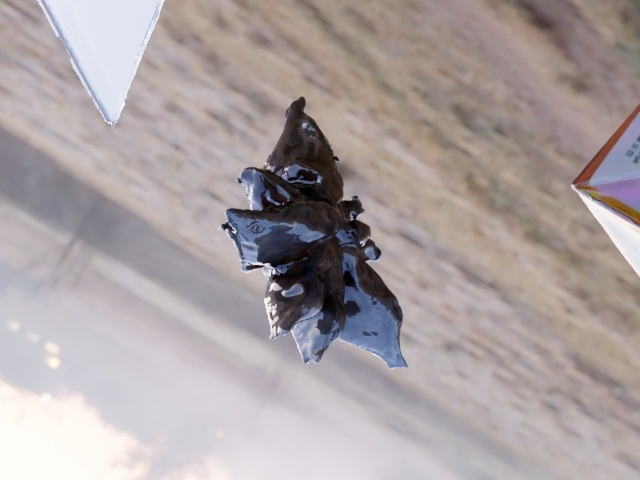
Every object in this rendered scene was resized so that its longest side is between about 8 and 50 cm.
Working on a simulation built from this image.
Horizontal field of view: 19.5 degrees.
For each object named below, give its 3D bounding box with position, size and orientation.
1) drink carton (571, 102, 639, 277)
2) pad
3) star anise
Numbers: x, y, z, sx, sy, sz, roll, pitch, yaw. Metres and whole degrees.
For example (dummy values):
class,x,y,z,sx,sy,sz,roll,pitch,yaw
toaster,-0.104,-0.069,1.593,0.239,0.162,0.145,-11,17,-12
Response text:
class,x,y,z,sx,sy,sz,roll,pitch,yaw
drink carton,0.222,0.016,0.984,0.096,0.071,0.223,36,174,38
pad,-0.133,-0.190,0.966,0.004,0.156,0.232,-10,-125,-32
star anise,0.004,0.011,0.859,0.056,0.124,0.129,-19,113,28
